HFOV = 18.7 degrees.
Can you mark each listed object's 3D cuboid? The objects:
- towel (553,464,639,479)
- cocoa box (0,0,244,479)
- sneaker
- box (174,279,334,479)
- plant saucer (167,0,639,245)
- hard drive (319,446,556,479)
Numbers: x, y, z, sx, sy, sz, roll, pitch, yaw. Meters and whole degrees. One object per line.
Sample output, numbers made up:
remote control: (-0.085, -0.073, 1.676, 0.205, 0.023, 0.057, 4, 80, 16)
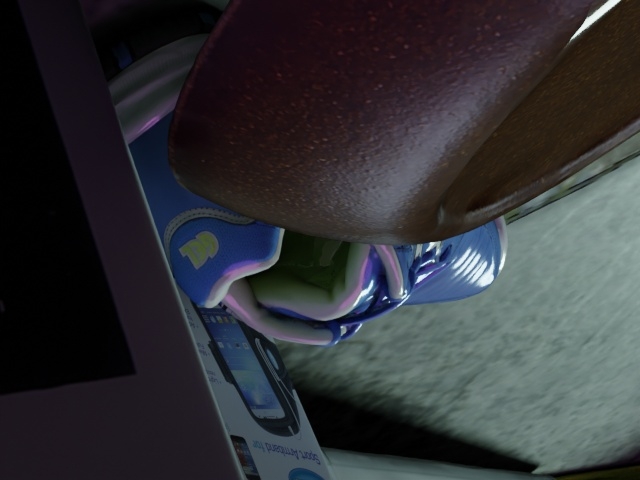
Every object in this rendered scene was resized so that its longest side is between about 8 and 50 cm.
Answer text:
towel: (0.104, 0.201, 1.149, 0.102, 0.021, 0.237, -4, 148, -35)
cocoa box: (-0.142, 0.130, 0.452, 0.231, 0.347, 0.228, -8, 150, -23)
sneaker: (0.000, 0.000, 0.625, 0.080, 0.081, 0.211, -37, 152, 23)
box: (-0.039, 0.049, 0.622, 0.028, 0.136, 0.081, -34, 151, 22)
plant saucer: (0.103, -0.090, 0.457, 0.310, 0.050, 0.310, -37, 171, -6)
hard drive: (-0.031, 0.172, 0.903, 0.233, 0.047, 0.353, -32, 160, 16)
